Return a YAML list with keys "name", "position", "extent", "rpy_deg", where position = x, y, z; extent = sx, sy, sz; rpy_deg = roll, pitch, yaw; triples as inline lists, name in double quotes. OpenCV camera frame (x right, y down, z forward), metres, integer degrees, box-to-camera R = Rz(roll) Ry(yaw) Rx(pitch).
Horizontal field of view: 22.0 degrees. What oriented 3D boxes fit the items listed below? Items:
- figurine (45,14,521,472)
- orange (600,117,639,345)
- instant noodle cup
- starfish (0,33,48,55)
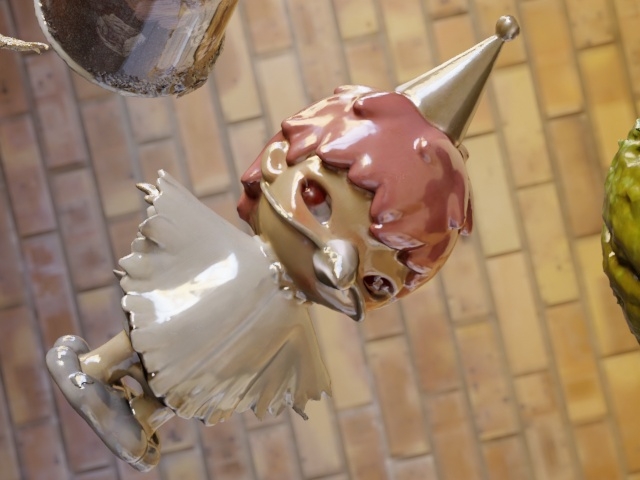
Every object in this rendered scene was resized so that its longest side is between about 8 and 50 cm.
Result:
- name: "figurine"
  position: [0.000, 0.000, 1.106]
  extent: [0.207, 0.387, 0.166]
  rpy_deg: [53, 0, -18]
- name: "orange"
  position: [0.326, -0.022, 1.148]
  extent: [0.223, 0.301, 0.300]
  rpy_deg: [27, -13, 46]
- name: "instant noodle cup"
  position: [-0.162, -0.285, 1.674]
  extent: [0.207, 0.217, 0.217]
  rpy_deg: [131, -47, -54]
- name: "starfish"
  position: [-0.281, -0.173, 1.425]
  extent: [0.092, 0.086, 0.016]
  rpy_deg: [-139, -121, -70]
